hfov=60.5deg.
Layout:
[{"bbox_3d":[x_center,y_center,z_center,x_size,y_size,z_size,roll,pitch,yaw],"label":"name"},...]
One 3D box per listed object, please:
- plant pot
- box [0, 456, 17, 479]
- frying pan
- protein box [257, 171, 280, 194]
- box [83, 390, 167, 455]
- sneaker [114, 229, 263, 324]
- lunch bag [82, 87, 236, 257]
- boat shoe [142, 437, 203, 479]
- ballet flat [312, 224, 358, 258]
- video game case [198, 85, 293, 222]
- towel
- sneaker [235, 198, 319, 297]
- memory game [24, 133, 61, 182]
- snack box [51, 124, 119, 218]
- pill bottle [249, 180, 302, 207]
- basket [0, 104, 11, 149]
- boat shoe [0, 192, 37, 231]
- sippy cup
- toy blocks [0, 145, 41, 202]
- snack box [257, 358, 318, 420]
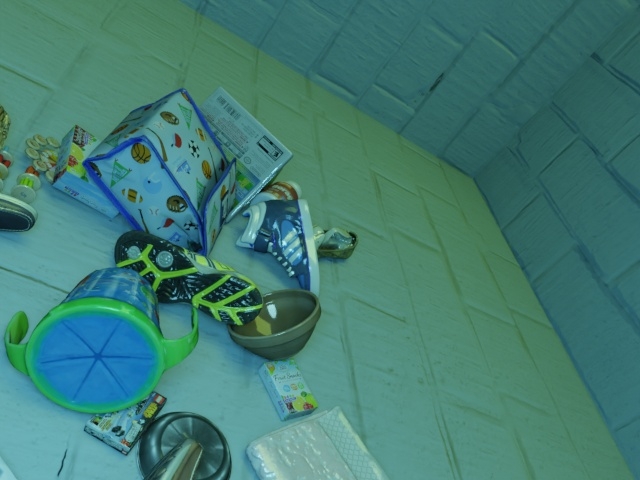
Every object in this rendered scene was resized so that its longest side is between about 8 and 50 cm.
[{"bbox_3d":[-0.106,0.224,1.379,0.237,0.237,0.109,-53,133,-61],"label":"plant pot"},{"bbox_3d":[-0.584,0.330,0.809,0.233,0.044,0.159,46,30,12],"label":"box"},{"bbox_3d":[-0.247,0.457,1.022,0.197,0.053,0.326,20,32,-27],"label":"frying pan"},{"bbox_3d":[-0.278,-0.255,1.863,0.201,0.136,0.200,46,31,10],"label":"protein box"},{"bbox_3d":[-0.370,0.333,1.053,0.094,0.027,0.137,30,30,2],"label":"box"},{"bbox_3d":[-0.325,0.096,1.354,0.385,0.145,0.147,28,1,-3],"label":"sneaker"},{"bbox_3d":[-0.375,-0.157,1.467,0.327,0.239,0.385,-77,145,-54],"label":"lunch bag"},{"bbox_3d":[-0.268,0.482,0.890,0.116,0.123,0.324,40,42,-14],"label":"boat shoe"},{"bbox_3d":[0.000,0.000,1.851,0.349,0.123,0.123,4,45,-46],"label":"ballet flat"},{"bbox_3d":[-0.304,-0.272,1.724,0.329,0.300,0.036,44,-2,7],"label":"video game case"},{"bbox_3d":[0.030,0.544,1.206,0.317,0.053,0.332,-5,51,-51],"label":"towel"},{"bbox_3d":[-0.134,0.035,1.675,0.130,0.236,0.322,124,-43,-85],"label":"sneaker"},{"bbox_3d":[-0.675,-0.201,1.418,0.186,0.012,0.186,45,19,-20],"label":"memory game"},{"bbox_3d":[-0.593,-0.180,1.437,0.174,0.070,0.207,36,27,-39],"label":"snack box"},{"bbox_3d":[-0.144,-0.133,1.862,0.121,0.121,0.216,40,29,1],"label":"pill bottle"},{"bbox_3d":[-0.867,-0.225,1.202,0.299,0.223,0.213,-88,155,-55],"label":"basket"},{"bbox_3d":[-0.736,-0.052,1.113,0.285,0.103,0.092,14,43,-31],"label":"boat shoe"},{"bbox_3d":[-0.410,0.169,1.058,0.305,0.240,0.224,35,15,-22],"label":"sippy cup"},{"bbox_3d":[-0.731,-0.165,1.311,0.123,0.054,0.148,21,34,-29],"label":"toy blocks"},{"bbox_3d":[-0.080,0.362,1.343,0.100,0.037,0.141,5,44,-47],"label":"snack box"}]
